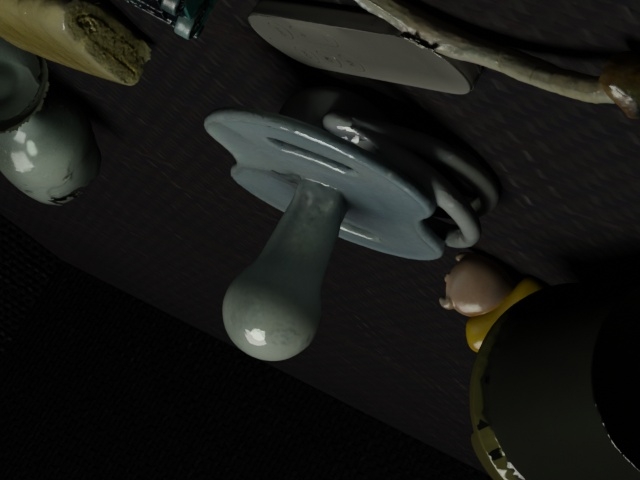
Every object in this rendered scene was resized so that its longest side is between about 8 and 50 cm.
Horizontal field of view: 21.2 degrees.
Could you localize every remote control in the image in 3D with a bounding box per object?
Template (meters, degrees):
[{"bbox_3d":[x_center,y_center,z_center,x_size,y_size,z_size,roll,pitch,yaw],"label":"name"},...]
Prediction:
[{"bbox_3d":[0.029,-0.148,1.290,0.077,0.022,0.245,37,169,-37],"label":"remote control"}]

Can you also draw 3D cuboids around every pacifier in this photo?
[{"bbox_3d":[0.000,0.000,1.484,0.244,0.233,0.299,25,170,15],"label":"pacifier"}]

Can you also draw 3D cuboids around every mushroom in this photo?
[{"bbox_3d":[0.100,-0.133,1.128,0.306,0.043,0.068,24,150,40],"label":"mushroom"}]

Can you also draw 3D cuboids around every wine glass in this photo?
[{"bbox_3d":[-0.363,-0.144,2.107,0.143,0.143,0.321,29,170,12],"label":"wine glass"}]

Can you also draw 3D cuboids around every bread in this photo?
[{"bbox_3d":[-0.265,-0.218,1.687,0.178,0.060,0.139,24,168,35],"label":"bread"}]

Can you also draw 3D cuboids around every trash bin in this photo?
[{"bbox_3d":[0.247,0.135,1.489,0.214,0.214,0.334,32,165,-5],"label":"trash bin"}]

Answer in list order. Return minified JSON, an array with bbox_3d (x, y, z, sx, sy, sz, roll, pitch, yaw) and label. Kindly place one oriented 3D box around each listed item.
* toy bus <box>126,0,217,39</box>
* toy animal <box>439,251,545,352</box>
[{"bbox_3d":[-0.108,-0.208,1.206,0.079,0.092,0.160,29,176,4],"label":"toy bus"},{"bbox_3d":[0.177,0.070,1.735,0.114,0.091,0.082,26,-177,17],"label":"toy animal"}]
